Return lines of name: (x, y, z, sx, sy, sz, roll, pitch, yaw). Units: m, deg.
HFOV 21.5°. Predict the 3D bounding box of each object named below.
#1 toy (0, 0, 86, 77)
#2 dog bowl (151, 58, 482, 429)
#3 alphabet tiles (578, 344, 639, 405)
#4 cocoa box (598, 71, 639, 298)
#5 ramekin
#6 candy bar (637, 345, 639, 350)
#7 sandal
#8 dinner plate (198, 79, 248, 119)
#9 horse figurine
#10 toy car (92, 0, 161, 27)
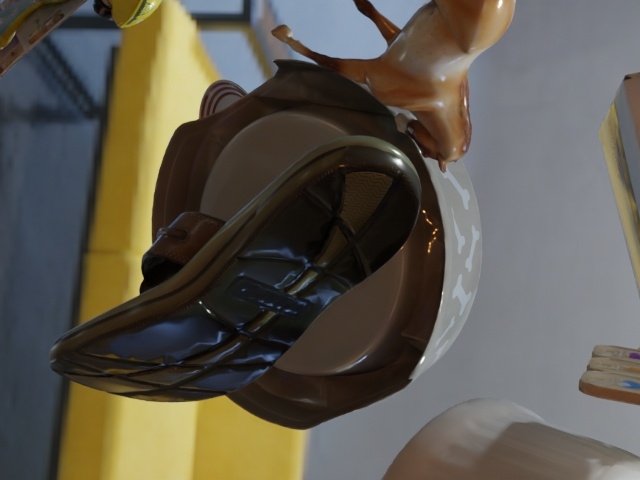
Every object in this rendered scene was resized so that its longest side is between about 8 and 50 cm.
toy: (-0.242, -0.256, 1.551, 0.056, 0.237, 0.137, 44, 5, -34)
dog bowl: (0.000, 0.000, 1.595, 0.102, 0.349, 0.349, -12, 106, -52)
alphabet tiles: (0.316, 0.114, 1.131, 0.284, 0.278, 0.021, -22, 121, -76)
cocoa box: (0.448, -0.005, 1.765, 0.228, 0.231, 0.347, 72, 5, -80)
ramekin: (0.148, 0.261, 1.200, 0.277, 0.135, 0.277, -15, 111, -47)
candy bar: (0.422, 0.168, 1.925, 0.018, 0.161, 0.040, -23, 141, -40)
sandal: (-0.055, 0.018, 1.112, 0.120, 0.303, 0.086, 30, 35, -40)
dinner plate: (-0.095, -0.117, 1.941, 0.017, 0.141, 0.141, -20, 119, -34)
horse figurine: (0.074, -0.168, 1.219, 0.066, 0.174, 0.263, -47, 174, -43)
toy car: (-0.176, -0.248, 1.206, 0.053, 0.225, 0.239, 1, 80, -40)
